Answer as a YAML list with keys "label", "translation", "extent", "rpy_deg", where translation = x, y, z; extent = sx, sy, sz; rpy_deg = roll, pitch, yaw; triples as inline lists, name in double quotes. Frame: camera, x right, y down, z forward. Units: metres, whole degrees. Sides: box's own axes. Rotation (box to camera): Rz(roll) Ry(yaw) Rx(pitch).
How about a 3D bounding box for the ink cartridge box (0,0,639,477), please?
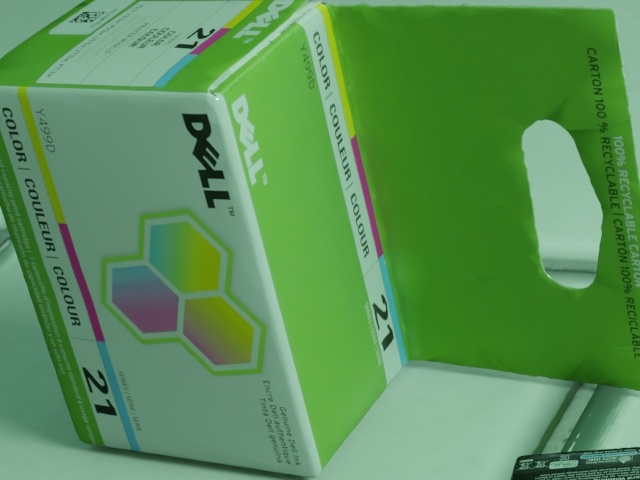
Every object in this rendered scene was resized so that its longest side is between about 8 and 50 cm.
- label: "ink cartridge box"
  translation: [0.000, 0.000, 0.700]
  extent: [0.255, 0.189, 0.097]
  rpy_deg: [5, 33, 32]

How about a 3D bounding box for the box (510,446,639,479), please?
- label: "box"
  translation: [0.147, 0.116, 0.535]
  extent: [0.191, 0.045, 0.184]
  rpy_deg: [-6, 18, 14]
